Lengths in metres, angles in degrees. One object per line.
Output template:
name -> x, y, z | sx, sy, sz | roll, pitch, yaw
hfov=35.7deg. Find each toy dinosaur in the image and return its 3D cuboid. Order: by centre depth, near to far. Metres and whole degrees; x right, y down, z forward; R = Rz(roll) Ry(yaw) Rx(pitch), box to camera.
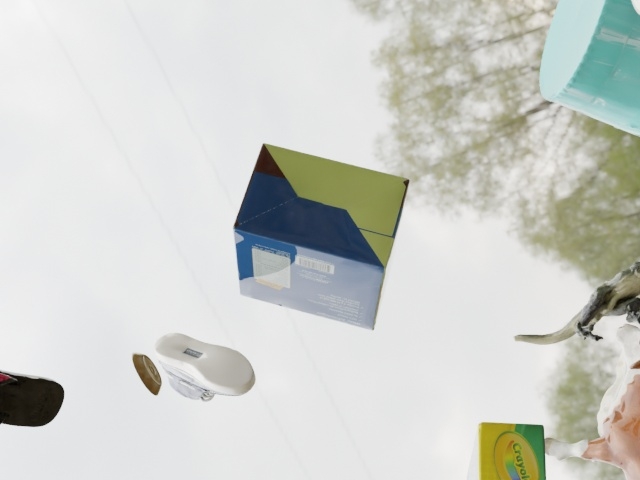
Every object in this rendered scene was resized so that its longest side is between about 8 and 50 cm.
toy dinosaur -> 0.374, 0.085, 1.289 | 0.064, 0.268, 0.118 | 50, -164, -12

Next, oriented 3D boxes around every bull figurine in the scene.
bull figurine -> 0.369, 0.250, 1.094 | 0.101, 0.188, 0.310 | -21, -99, -41

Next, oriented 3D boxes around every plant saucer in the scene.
plant saucer -> -0.287, 0.220, 1.660 | 0.083, 0.015, 0.083 | 59, -177, -5

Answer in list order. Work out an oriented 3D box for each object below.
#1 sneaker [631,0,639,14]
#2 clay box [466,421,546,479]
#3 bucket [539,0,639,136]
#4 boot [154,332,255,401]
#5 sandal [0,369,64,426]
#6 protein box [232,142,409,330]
sneaker -> 0.356, -0.363, 1.031 | 0.118, 0.110, 0.292 | -27, -50, -33
clay box -> 0.132, 0.256, 0.701 | 0.127, 0.053, 0.222 | 83, -171, -59
bucket -> 0.417, -0.274, 1.295 | 0.183, 0.281, 0.281 | 17, -134, -5
boot -> -0.158, 0.198, 1.431 | 0.069, 0.190, 0.086 | -40, -49, -31
sandal -> -0.308, 0.147, 0.917 | 0.179, 0.040, 0.067 | 16, -82, -47
protein box -> 0.000, 0.000, 1.327 | 0.201, 0.199, 0.136 | 93, -167, -63
